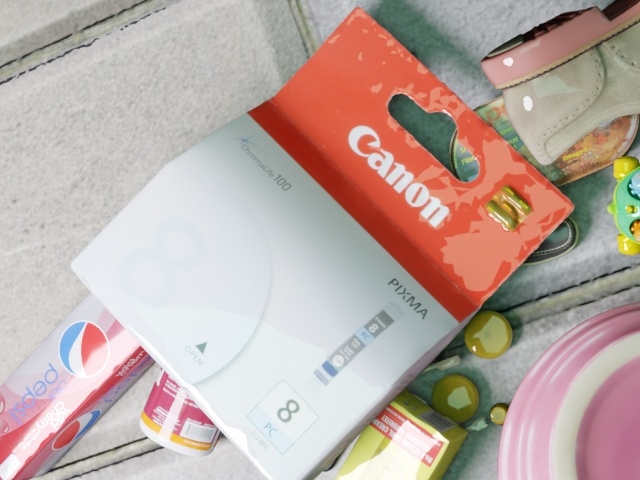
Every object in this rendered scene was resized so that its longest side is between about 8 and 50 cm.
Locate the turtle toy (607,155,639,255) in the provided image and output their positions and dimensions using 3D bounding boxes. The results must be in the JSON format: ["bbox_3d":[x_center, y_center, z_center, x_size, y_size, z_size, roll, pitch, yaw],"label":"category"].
[{"bbox_3d":[0.332,-0.035,1.254,0.130,0.066,0.095,-6,96,-5],"label":"turtle toy"}]

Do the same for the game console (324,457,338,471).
[{"bbox_3d":[-0.023,0.165,1.375,0.122,0.107,0.071,33,71,14],"label":"game console"}]

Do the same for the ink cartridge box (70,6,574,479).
[{"bbox_3d":[0.000,0.000,1.288,0.385,0.091,0.308,-46,76,4],"label":"ink cartridge box"}]

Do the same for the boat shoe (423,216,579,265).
[{"bbox_3d":[0.175,0.000,1.319,0.152,0.049,0.056,-6,88,17],"label":"boat shoe"}]

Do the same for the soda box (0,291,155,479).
[{"bbox_3d":[-0.256,0.141,1.435,0.263,0.092,0.083,-45,76,13],"label":"soda box"}]

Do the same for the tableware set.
[{"bbox_3d":[0.147,0.115,1.345,0.104,0.024,0.154,-23,82,13],"label":"tableware set"}]

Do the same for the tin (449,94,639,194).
[{"bbox_3d":[0.218,-0.102,1.313,0.189,0.040,0.106,-23,87,16],"label":"tin"}]

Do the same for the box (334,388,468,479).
[{"bbox_3d":[0.052,0.266,1.342,0.087,0.058,0.232,35,106,20],"label":"box"}]

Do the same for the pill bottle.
[{"bbox_3d":[-0.122,0.140,1.397,0.086,0.086,0.152,26,97,16],"label":"pill bottle"}]

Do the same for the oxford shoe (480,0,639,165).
[{"bbox_3d":[0.327,-0.182,1.233,0.348,0.123,0.130,-24,99,4],"label":"oxford shoe"}]

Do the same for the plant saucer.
[{"bbox_3d":[0.325,0.204,1.192,0.332,0.084,0.332,-1,69,3],"label":"plant saucer"}]
